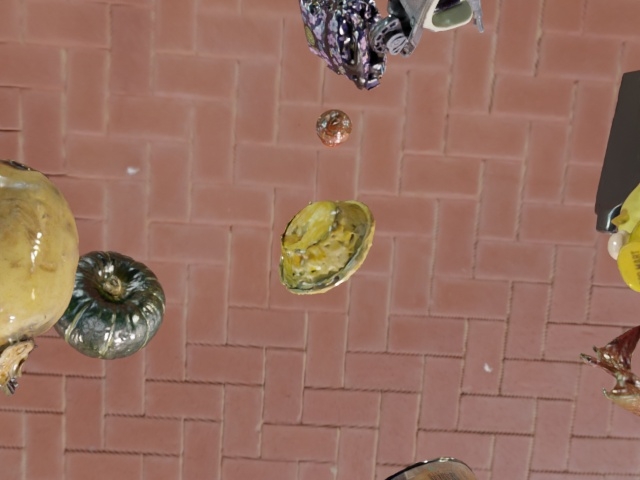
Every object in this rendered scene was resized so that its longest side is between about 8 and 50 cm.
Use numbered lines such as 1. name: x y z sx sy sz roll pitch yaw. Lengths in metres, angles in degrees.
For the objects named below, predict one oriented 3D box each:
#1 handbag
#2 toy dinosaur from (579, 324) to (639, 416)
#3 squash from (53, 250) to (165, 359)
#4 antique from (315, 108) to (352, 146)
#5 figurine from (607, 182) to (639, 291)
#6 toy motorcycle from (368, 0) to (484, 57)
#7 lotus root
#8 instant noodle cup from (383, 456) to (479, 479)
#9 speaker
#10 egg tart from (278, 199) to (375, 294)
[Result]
1. handbag: 0.045 -0.422 1.368 0.127 0.208 0.228 -28 141 -11
2. toy dinosaur: 0.594 0.234 1.254 0.206 0.327 0.113 38 110 32
3. squash: -0.470 0.140 1.502 0.252 0.252 0.165 36 127 -7
4. antique: 0.037 -0.305 1.825 0.104 0.104 0.104 0 100 -2
5. figurine: 0.300 -0.008 0.531 0.156 0.246 0.131 -11 97 44
6. toy motorcycle: 0.140 -0.309 0.757 0.157 0.263 0.091 -21 67 -19
7. lotus root: -0.289 0.031 0.629 0.125 0.118 0.220 9 72 -33
8. instant noodle cup: 0.132 0.345 0.649 0.217 0.207 0.217 -13 126 -19
9. speaker: 0.552 -0.106 0.958 0.184 0.232 0.254 15 86 -32
10. egg tart: -0.001 -0.001 1.199 0.212 0.212 0.090 -40 121 5
